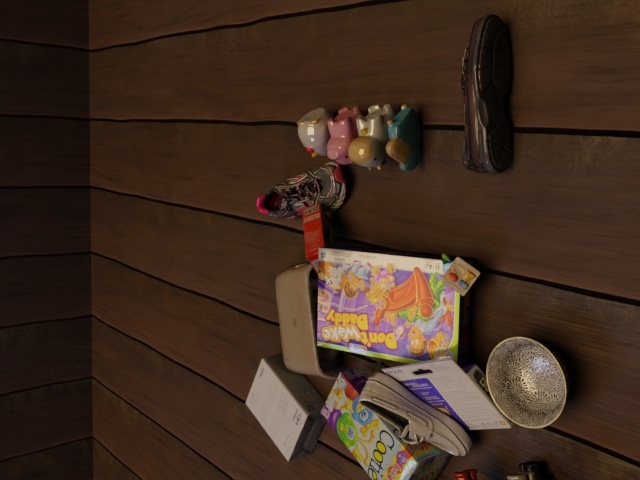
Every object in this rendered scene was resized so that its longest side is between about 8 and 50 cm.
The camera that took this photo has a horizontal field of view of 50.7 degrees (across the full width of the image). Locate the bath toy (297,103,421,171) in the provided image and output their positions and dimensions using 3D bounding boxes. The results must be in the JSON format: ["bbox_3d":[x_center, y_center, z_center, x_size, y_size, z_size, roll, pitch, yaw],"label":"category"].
[{"bbox_3d":[0.078,-0.233,1.583,0.348,0.151,0.129,13,139,48],"label":"bath toy"}]

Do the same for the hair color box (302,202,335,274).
[{"bbox_3d":[0.000,0.000,1.660,0.053,0.093,0.167,-21,44,13],"label":"hair color box"}]

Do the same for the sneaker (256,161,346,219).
[{"bbox_3d":[-0.045,-0.115,1.741,0.299,0.112,0.121,-23,76,47],"label":"sneaker"}]

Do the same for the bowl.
[{"bbox_3d":[0.407,0.260,1.279,0.170,0.080,0.170,7,100,48],"label":"bowl"}]

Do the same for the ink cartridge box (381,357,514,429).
[{"bbox_3d":[0.263,0.310,1.394,0.208,0.045,0.206,48,142,-16],"label":"ink cartridge box"}]

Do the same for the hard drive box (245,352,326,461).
[{"bbox_3d":[-0.094,0.458,1.874,0.232,0.089,0.181,44,125,37],"label":"hard drive box"}]

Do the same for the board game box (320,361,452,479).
[{"bbox_3d":[0.151,0.431,1.545,0.275,0.144,0.142,45,126,36],"label":"board game box"}]

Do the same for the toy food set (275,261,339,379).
[{"bbox_3d":[-0.028,0.210,1.778,0.220,0.092,0.306,165,99,-65],"label":"toy food set"}]

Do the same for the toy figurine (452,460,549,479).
[{"bbox_3d":[0.338,0.512,1.270,0.209,0.213,0.148,-15,75,19],"label":"toy figurine"}]

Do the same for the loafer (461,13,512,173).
[{"bbox_3d":[0.309,-0.281,1.321,0.095,0.109,0.302,4,100,53],"label":"loafer"}]

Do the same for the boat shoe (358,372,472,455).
[{"bbox_3d":[0.195,0.387,1.425,0.258,0.084,0.095,32,146,10],"label":"boat shoe"}]

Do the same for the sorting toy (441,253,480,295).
[{"bbox_3d":[0.268,0.064,1.350,0.083,0.012,0.062,37,108,13],"label":"sorting toy"}]

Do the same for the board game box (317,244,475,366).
[{"bbox_3d":[0.158,0.140,1.489,0.347,0.078,0.233,5,98,33],"label":"board game box"}]
